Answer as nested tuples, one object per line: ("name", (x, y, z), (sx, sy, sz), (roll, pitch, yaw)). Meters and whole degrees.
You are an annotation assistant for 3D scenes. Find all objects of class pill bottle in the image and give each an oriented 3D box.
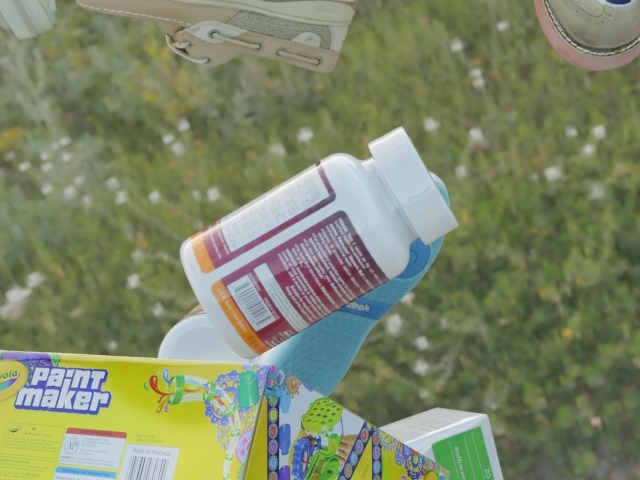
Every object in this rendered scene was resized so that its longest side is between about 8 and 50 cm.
("pill bottle", (-0.128, 0.141, 2.164), (0.130, 0.130, 0.245), (-18, 4, 8))
("pill bottle", (0.000, 0.000, 1.421), (0.221, 0.121, 0.121), (-30, 29, 5))

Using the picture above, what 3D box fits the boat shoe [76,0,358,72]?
("boat shoe", (-0.120, -0.246, 1.846), (0.341, 0.110, 0.121), (4, 24, -26))

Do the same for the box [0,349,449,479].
("box", (-0.101, 0.215, 1.288), (0.290, 0.279, 0.177), (0, 68, 33))

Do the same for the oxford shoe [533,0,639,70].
("oxford shoe", (0.221, -0.361, 1.531), (0.140, 0.397, 0.146), (-23, -12, -4))

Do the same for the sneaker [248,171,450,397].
("sneaker", (0.001, 0.012, 1.833), (0.319, 0.127, 0.208), (-52, 38, 17))

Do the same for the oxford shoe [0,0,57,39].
("oxford shoe", (-0.292, -0.275, 0.992), (0.130, 0.449, 0.169), (-26, 54, 6))

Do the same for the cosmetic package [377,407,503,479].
("cosmetic package", (0.069, 0.382, 2.317), (0.366, 0.197, 0.155), (-18, 7, -25))
